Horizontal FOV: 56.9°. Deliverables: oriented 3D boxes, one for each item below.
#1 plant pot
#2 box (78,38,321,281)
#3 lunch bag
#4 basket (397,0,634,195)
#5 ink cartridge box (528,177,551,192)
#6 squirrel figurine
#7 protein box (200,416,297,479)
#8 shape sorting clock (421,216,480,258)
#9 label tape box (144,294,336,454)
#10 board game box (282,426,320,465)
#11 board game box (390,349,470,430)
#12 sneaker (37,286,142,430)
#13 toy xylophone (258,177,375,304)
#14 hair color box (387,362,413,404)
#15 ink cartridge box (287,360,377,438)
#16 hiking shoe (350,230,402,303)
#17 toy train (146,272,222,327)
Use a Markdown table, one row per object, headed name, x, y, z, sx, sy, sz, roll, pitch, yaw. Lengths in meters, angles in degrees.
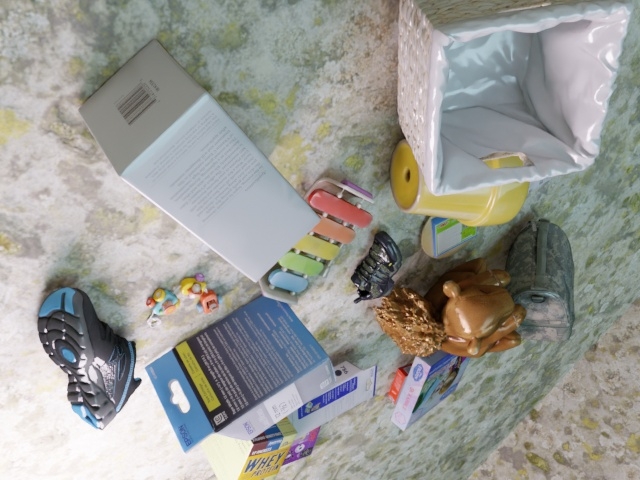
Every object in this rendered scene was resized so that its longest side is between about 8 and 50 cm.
| name | x | y | z | sx | sy | sz | roll | pitch | yaw |
| --- | --- | --- | --- | --- | --- | --- | --- | --- | --- |
| plant pot | 0.295 | -0.153 | 1.329 | 0.238 | 0.254 | 0.254 | -4 | 129 | -16 |
| box | -0.185 | -0.118 | 0.970 | 0.168 | 0.215 | 0.345 | -43 | 141 | 0 |
| lunch bag | 0.670 | 0.119 | 1.809 | 0.256 | 0.212 | 0.305 | 74 | 28 | -47 |
| basket | 0.325 | -0.301 | 1.095 | 0.328 | 0.266 | 0.331 | -10 | 131 | -4 |
| ink cartridge box | 0.560 | -0.182 | 1.638 | 0.180 | 0.060 | 0.104 | -30 | 139 | -15 |
| squirrel figurine | 0.353 | 0.216 | 1.600 | 0.396 | 0.281 | 0.370 | -16 | 175 | 9 |
| protein box | -0.192 | 0.503 | 1.520 | 0.136 | 0.200 | 0.201 | 0 | 124 | -40 |
| shape sorting clock | 0.361 | -0.039 | 1.617 | 0.206 | 0.040 | 0.206 | -19 | 135 | -20 |
| label tape box | -0.177 | 0.296 | 1.312 | 0.347 | 0.249 | 0.115 | -32 | 139 | -13 |
| board game box | -0.085 | 0.554 | 1.774 | 0.208 | 0.056 | 0.347 | -13 | 132 | -36 |
| board game box | 0.400 | 0.458 | 2.020 | 0.318 | 0.066 | 0.318 | -22 | 137 | -40 |
| sneaker | -0.442 | 0.211 | 1.154 | 0.139 | 0.125 | 0.341 | -44 | 147 | -44 |
| toy xylophone | 0.000 | 0.000 | 1.328 | 0.236 | 0.081 | 0.323 | 12 | 117 | -45 |
| hair color box | 0.284 | 0.490 | 2.017 | 0.072 | 0.043 | 0.141 | -11 | 130 | -33 |
| ink cartridge box | 0.007 | 0.450 | 1.676 | 0.332 | 0.065 | 0.165 | -21 | 135 | -22 |
| hiking shoe | 0.136 | 0.078 | 1.503 | 0.114 | 0.086 | 0.227 | -25 | 138 | -25 |
| toy train | -0.281 | 0.138 | 1.248 | 0.166 | 0.046 | 0.125 | -19 | 134 | -26 |
